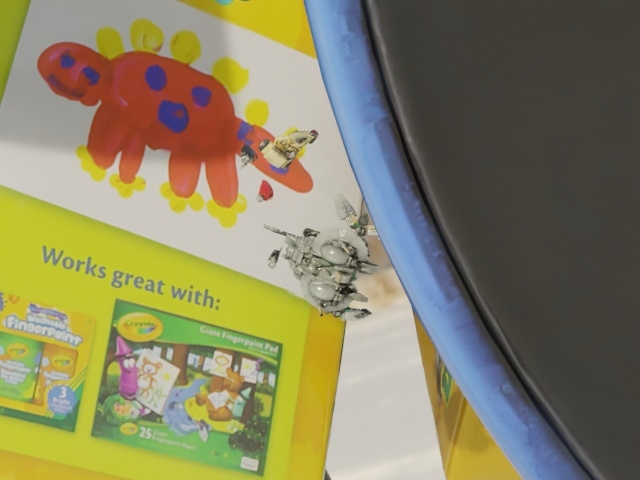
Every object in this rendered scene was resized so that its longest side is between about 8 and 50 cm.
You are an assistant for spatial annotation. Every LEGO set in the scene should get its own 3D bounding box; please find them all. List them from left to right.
[{"bbox_3d":[-0.003,0.000,0.723,0.054,0.083,0.023,-33,21,32],"label":"LEGO set"}]

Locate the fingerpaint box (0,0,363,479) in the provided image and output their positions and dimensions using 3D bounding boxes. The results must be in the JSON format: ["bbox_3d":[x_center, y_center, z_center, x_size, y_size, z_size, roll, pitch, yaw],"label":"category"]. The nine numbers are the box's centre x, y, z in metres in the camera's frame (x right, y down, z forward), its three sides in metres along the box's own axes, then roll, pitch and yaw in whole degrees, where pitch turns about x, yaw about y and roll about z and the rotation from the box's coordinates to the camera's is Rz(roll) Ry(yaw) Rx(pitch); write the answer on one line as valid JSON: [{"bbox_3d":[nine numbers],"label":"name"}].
[{"bbox_3d":[-0.207,-0.056,0.957,0.445,0.371,0.163,16,-20,-23],"label":"fingerpaint box"}]

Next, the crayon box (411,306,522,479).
[{"bbox_3d":[0.104,-0.018,1.035,0.081,0.202,0.318,3,37,-9],"label":"crayon box"}]

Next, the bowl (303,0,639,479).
[{"bbox_3d":[0.171,-0.064,0.284,0.391,0.391,0.077,-18,10,29],"label":"bowl"}]

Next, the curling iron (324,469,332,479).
[{"bbox_3d":[-0.010,0.133,1.358,0.068,0.274,0.035,-24,17,-10],"label":"curling iron"}]
